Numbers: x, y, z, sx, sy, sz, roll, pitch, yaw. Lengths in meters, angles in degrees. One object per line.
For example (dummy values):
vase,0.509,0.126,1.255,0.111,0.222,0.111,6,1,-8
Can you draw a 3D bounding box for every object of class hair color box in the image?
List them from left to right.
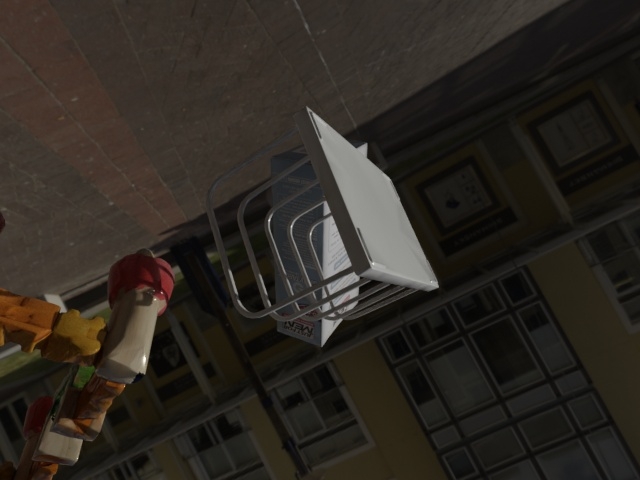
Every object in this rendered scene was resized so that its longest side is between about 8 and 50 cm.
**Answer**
hair color box,0.000,0.000,0.886,0.114,0.374,0.185,14,-151,25

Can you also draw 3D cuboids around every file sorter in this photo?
file sorter,0.011,-0.001,0.588,0.173,0.192,0.278,-28,159,20

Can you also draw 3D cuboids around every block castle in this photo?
block castle,-0.432,0.159,0.602,0.453,0.303,0.212,-48,-149,27
